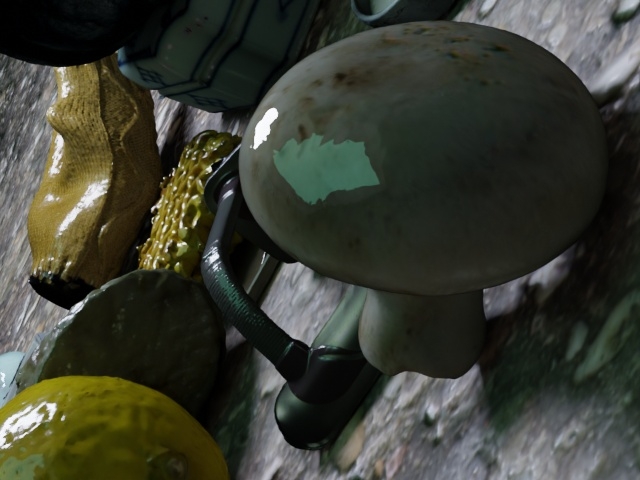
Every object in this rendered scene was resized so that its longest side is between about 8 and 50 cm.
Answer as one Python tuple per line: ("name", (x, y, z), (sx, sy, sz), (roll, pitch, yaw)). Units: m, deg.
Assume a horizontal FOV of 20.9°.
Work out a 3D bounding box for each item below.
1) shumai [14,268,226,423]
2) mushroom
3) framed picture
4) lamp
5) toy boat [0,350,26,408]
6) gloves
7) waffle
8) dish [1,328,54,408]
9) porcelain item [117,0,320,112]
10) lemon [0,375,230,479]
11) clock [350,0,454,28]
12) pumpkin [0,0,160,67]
("shumai", (-0.209, 0.136, 1.666), (0.256, 0.189, 0.218), (-66, 20, 1))
("mushroom", (0.072, -0.023, 1.149), (0.243, 0.243, 0.243), (-52, 24, 35))
("framed picture", (-0.038, -0.044, 1.689), (0.203, 0.015, 0.150), (-61, 20, 13))
("lamp", (-0.005, -0.002, 1.409), (0.203, 0.124, 0.283), (-45, 30, 25))
("toy boat", (-0.400, 0.247, 2.238), (0.134, 0.078, 0.208), (157, 123, -73))
("gloves", (-0.273, -0.085, 2.133), (0.203, 0.155, 0.357), (153, 122, -71))
("waffle", (-0.126, -0.021, 1.763), (0.197, 0.070, 0.193), (-8, 60, 70))
("dish", (-0.334, 0.199, 2.088), (0.212, 0.077, 0.151), (-65, 19, 4))
("porcelain item", (-0.106, -0.292, 1.937), (0.281, 0.157, 0.286), (7, 75, 68))
("lemon", (-0.192, 0.235, 1.434), (0.267, 0.267, 0.267), (-52, 24, 35))
("clock", (0.100, -0.289, 1.558), (0.226, 0.049, 0.226), (-51, 25, 35))
("pumpkin", (-0.272, -0.360, 1.820), (0.363, 0.266, 0.363), (-45, 34, 42))
